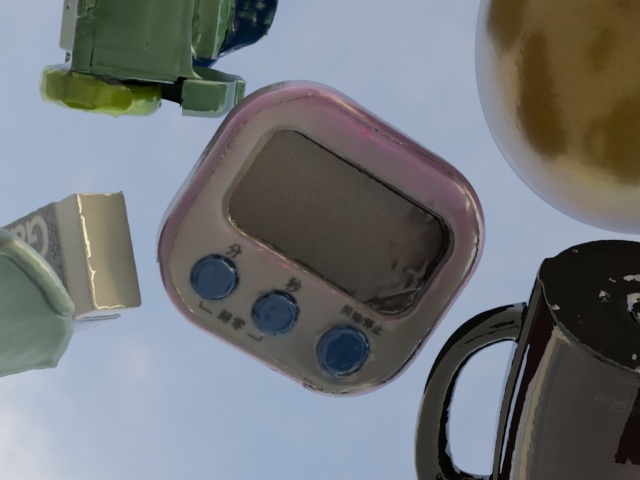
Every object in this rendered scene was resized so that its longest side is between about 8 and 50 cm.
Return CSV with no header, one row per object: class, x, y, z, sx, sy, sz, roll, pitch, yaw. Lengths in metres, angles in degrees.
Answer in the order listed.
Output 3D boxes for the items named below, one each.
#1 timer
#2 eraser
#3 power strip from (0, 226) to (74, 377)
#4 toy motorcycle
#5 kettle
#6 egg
timer,0.000,0.000,1.024,0.209,0.069,0.190,32,-82,-16
eraser,-0.214,0.031,1.080,0.212,0.046,0.091,-21,-104,46
power strip,-0.184,0.078,0.349,0.168,0.253,0.054,8,-48,28
toy motorcycle,-0.127,-0.211,1.228,0.200,0.326,0.191,6,-79,-8
kettle,0.165,0.128,0.966,0.202,0.144,0.232,16,-56,6
egg,0.234,-0.144,1.040,0.250,0.250,0.322,27,-26,24
